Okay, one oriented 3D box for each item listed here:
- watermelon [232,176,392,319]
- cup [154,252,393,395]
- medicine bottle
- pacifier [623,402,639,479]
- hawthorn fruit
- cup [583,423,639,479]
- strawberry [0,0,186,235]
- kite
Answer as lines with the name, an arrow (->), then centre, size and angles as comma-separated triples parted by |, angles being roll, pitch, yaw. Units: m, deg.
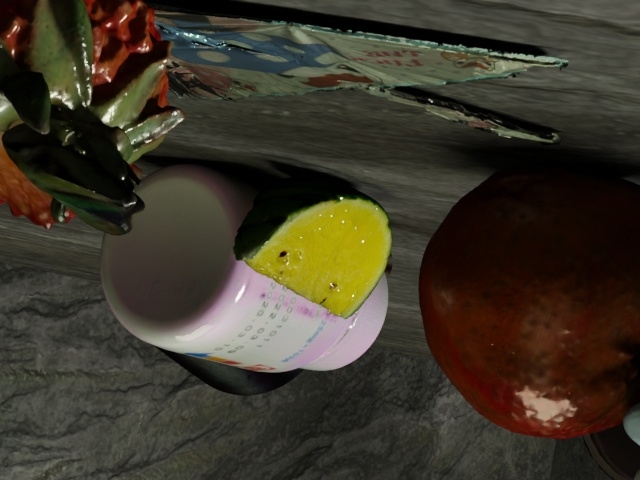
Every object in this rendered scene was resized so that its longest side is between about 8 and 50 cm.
watermelon -> 0.009, -0.004, 1.373 | 0.075, 0.092, 0.181 | -8, 158, 25
cup -> -0.069, 0.032, 1.746 | 0.166, 0.239, 0.177 | 53, -175, 23
medicine bottle -> -0.056, 0.031, 1.491 | 0.152, 0.152, 0.254 | 6, 174, 31
pacifier -> 0.325, 0.090, 1.057 | 0.299, 0.233, 0.244 | 3, 156, 43
hawthorn fruit -> 0.140, 0.030, 1.153 | 0.179, 0.179, 0.200 | 17, -167, -48
cup -> 0.381, 0.114, 1.491 | 0.288, 0.203, 0.203 | 7, 176, -28
strawberry -> -0.165, -0.094, 0.804 | 0.286, 0.106, 0.188 | 21, 158, 35
kite -> 0.003, -0.090, 0.961 | 0.314, 0.011, 0.335 | 14, 174, -36
